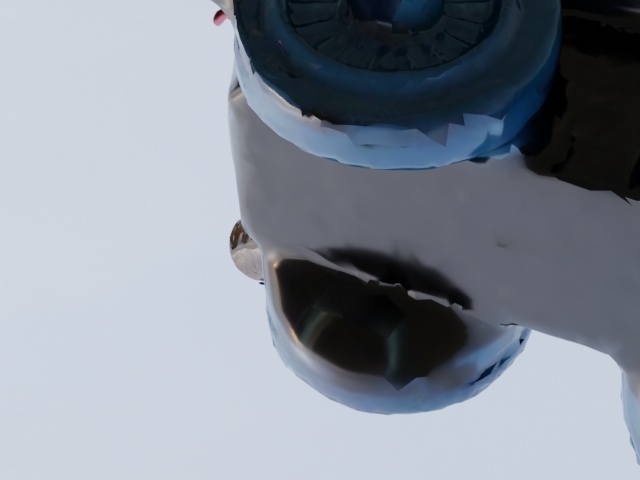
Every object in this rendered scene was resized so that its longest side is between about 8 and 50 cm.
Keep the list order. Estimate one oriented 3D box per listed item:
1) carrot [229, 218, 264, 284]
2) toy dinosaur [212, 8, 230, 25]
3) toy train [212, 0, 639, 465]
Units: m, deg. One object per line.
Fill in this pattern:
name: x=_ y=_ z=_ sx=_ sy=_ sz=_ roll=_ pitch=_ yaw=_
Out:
carrot: x=0.000 y=0.000 z=0.971 sx=0.048 sy=0.048 sz=0.139 roll=-38 pitch=-162 yaw=-31
toy dinosaur: x=-0.048 y=-0.279 z=1.669 sx=0.139 sy=0.286 sz=0.070 roll=8 pitch=-123 yaw=16
toy train: x=0.114 y=-0.061 z=0.585 sx=0.300 sy=0.188 sz=0.265 roll=18 pitch=-126 yaw=18
